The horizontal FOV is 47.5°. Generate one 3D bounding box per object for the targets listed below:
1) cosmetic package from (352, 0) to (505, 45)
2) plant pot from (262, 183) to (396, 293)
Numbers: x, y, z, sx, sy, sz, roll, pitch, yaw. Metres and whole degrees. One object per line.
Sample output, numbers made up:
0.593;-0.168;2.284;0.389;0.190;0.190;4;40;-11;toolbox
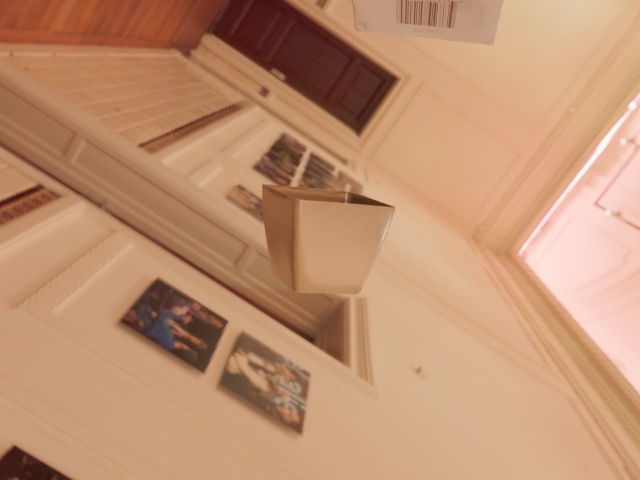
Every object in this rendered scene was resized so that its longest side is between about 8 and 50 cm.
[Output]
0.178;-0.492;1.046;0.156;0.217;0.385;72;26;-72;cosmetic package
0.000;0.000;0.751;0.109;0.109;0.096;-152;-112;-65;plant pot
